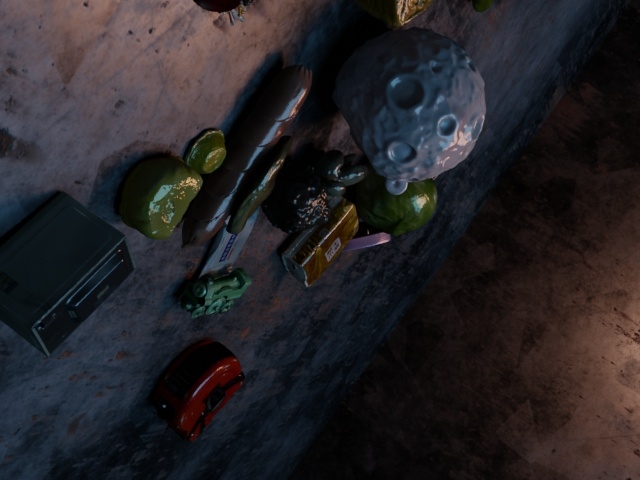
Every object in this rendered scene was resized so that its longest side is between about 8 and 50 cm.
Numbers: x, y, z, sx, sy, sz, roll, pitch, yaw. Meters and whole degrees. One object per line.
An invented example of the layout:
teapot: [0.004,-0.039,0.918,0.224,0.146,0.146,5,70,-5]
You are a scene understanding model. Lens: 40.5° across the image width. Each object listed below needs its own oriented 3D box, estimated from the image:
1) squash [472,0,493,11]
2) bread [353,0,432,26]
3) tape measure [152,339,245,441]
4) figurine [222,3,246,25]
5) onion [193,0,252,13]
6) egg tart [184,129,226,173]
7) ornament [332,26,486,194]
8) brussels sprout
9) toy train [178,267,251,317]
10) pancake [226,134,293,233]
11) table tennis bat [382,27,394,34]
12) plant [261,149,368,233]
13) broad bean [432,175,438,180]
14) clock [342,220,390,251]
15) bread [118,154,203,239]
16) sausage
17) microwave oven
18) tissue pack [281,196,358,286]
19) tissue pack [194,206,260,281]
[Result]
squash: [0.429,-0.683,2.171,0.069,0.069,0.258,-42,158,-29]
bread: [0.146,-0.525,1.692,0.149,0.143,0.158,-44,155,-24]
tape measure: [-0.312,0.380,2.212,0.253,0.114,0.260,-48,160,-15]
figurine: [-0.142,-0.386,1.422,0.109,0.047,0.064,4,92,-74]
onion: [-0.144,-0.398,1.281,0.131,0.131,0.131,-45,159,-23]
egg tart: [-0.212,-0.161,1.643,0.105,0.039,0.105,-44,160,-21]
ornament: [0.203,-0.299,1.893,0.337,0.337,0.337,-45,159,-23]
brussels sprout: [0.203,-0.122,2.368,0.244,0.244,0.244,-45,159,-23]
toy train: [-0.242,0.119,1.969,0.105,0.071,0.178,-48,161,25]
pancake: [-0.117,-0.115,1.780,0.242,0.050,0.242,-58,-172,13]
table tennis bat: [0.191,-0.444,2.105,0.173,0.022,0.301,-54,162,1]
plant: [-0.008,-0.122,2.004,0.274,0.146,0.149,-35,151,-41]
broad bean: [0.280,-0.209,2.551,0.228,0.122,0.156,-40,-178,-18]
clock: [0.121,-0.019,2.491,0.198,0.172,0.064,-22,102,-55]
bread: [-0.289,-0.083,1.539,0.156,0.086,0.125,-56,151,-3]
sausage: [-0.152,-0.163,1.709,0.433,0.088,0.088,-55,160,6]
microwave oven: [-0.416,0.055,1.369,0.205,0.163,0.129,-48,162,-25]
tissue pack: [0.000,0.000,2.315,0.226,0.092,0.183,-51,160,-13]
tissue pack: [-0.207,0.008,1.952,0.122,0.026,0.193,-22,144,-55]
